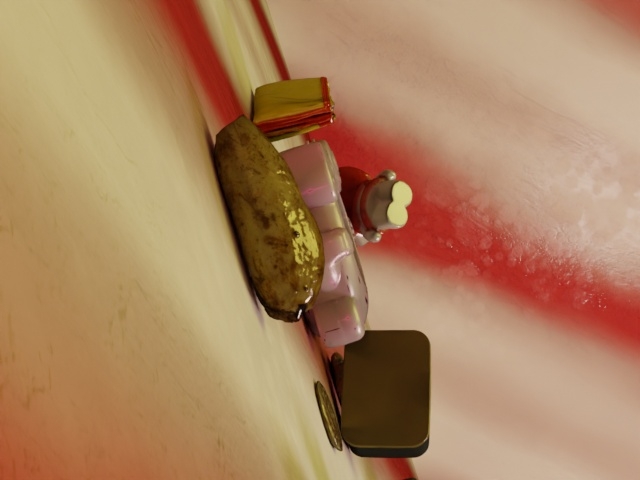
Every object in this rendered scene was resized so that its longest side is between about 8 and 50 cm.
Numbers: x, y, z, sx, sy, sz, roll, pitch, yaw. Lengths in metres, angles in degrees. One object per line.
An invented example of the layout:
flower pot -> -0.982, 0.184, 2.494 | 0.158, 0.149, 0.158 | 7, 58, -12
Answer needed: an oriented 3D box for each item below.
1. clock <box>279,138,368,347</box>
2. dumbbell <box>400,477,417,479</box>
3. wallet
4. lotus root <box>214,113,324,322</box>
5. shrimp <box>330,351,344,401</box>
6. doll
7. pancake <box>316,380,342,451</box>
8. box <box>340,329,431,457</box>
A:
clock -> 0.000, 0.000, 2.129 | 0.295, 0.113, 0.322 | -68, 142, -84
dumbbell -> 0.145, 0.439, 1.694 | 0.192, 0.192, 0.290 | 68, 7, -55
wallet -> -0.044, -0.224, 2.263 | 0.241, 0.141, 0.067 | -94, 172, -71
lotus root -> -0.059, -0.029, 1.560 | 0.110, 0.097, 0.258 | 21, 48, -82
shrimp -> 0.050, 0.278, 2.268 | 0.099, 0.041, 0.180 | -166, -123, -77
doll -> 0.043, -0.056, 2.345 | 0.130, 0.290, 0.161 | 22, 74, -36
pancake -> 0.013, 0.258, 1.932 | 0.115, 0.011, 0.114 | -17, 90, -86
box -> 0.110, 0.254, 2.151 | 0.090, 0.145, 0.201 | 75, 15, -63
